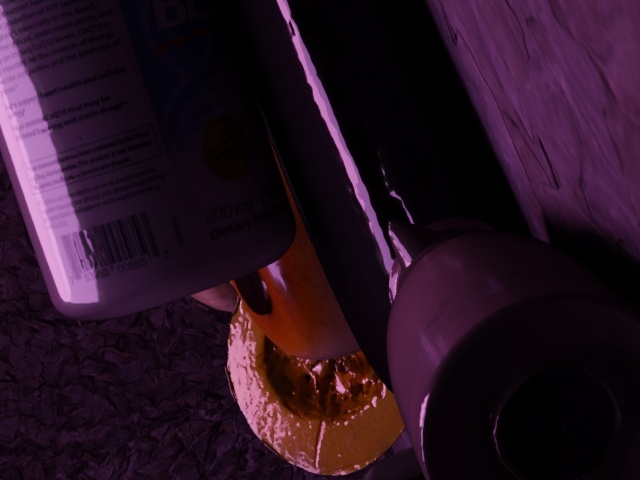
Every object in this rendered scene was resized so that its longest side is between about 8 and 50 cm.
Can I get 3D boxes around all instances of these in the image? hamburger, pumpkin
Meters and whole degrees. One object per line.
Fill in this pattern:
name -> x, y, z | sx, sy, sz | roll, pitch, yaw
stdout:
hamburger -> -0.002, -0.004, 1.325 | 0.237, 0.147, 0.237 | 56, 163, 27
pumpkin -> 0.025, 0.100, 1.488 | 0.110, 0.217, 0.217 | -8, -109, -58

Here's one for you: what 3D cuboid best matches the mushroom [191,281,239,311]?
mushroom -> -0.064, -0.043, 1.613 | 0.234, 0.260, 0.253 | 13, 128, 39

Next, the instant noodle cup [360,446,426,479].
instant noodle cup -> 0.115, 0.240, 1.045 | 0.193, 0.193, 0.212 | -143, 38, -84

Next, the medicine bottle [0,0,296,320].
medicine bottle -> -0.127, -0.108, 0.950 | 0.157, 0.157, 0.288 | -136, 29, -83

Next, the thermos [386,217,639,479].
thermos -> 0.087, 0.056, 0.680 | 0.137, 0.105, 0.193 | 41, -174, -16

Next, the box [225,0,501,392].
box -> 0.023, -0.059, 0.954 | 0.350, 0.091, 0.359 | 152, 94, -86
